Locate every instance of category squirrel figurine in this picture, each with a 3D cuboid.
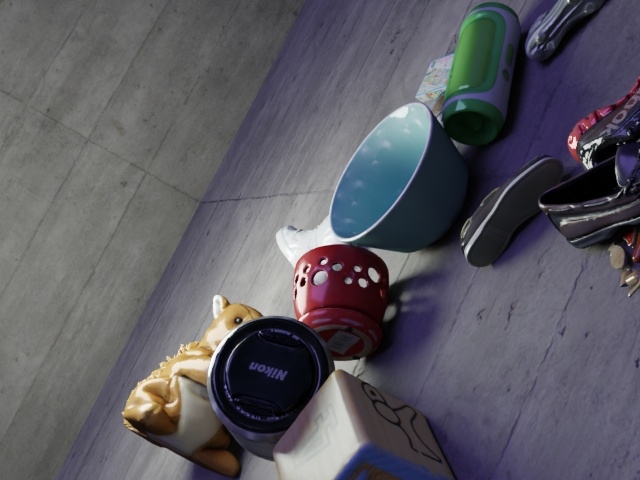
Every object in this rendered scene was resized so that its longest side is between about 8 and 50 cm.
[{"bbox_3d":[-0.285,0.317,1.935,0.397,0.281,0.370,-13,44,57],"label":"squirrel figurine"}]

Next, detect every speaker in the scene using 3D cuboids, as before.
[{"bbox_3d":[0.324,-0.336,1.632,0.131,0.131,0.296,-29,37,51],"label":"speaker"}]

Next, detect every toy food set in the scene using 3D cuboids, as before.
[{"bbox_3d":[0.427,0.023,1.096,0.122,0.019,0.078,-79,15,-55],"label":"toy food set"}]

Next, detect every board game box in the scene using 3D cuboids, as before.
[{"bbox_3d":[0.290,-0.383,1.892,0.154,0.026,0.103,-2,60,64],"label":"board game box"}]

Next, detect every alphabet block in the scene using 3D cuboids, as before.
[{"bbox_3d":[0.063,0.352,1.247,0.193,0.192,0.197,-52,22,13],"label":"alphabet block"}]

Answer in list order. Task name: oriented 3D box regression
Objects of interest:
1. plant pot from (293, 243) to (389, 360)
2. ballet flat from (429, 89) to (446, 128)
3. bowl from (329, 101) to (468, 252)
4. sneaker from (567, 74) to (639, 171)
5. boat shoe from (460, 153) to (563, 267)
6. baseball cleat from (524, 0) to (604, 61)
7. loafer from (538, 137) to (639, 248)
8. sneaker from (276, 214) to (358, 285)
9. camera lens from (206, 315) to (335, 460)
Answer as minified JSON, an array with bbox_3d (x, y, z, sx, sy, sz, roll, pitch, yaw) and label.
[{"bbox_3d":[0.035,0.127,1.584,0.191,0.191,0.174,-38,33,42],"label":"plant pot"},{"bbox_3d":[0.244,-0.228,1.769,0.067,0.073,0.206,42,105,40],"label":"ballet flat"},{"bbox_3d":[0.173,-0.100,1.607,0.311,0.163,0.311,-46,26,31],"label":"bowl"},{"bbox_3d":[0.475,-0.178,1.154,0.276,0.098,0.135,-46,26,35],"label":"sneaker"},{"bbox_3d":[0.313,-0.060,1.368,0.227,0.081,0.068,-53,27,22],"label":"boat shoe"},{"bbox_3d":[0.459,-0.436,1.543,0.206,0.072,0.109,-45,19,23],"label":"baseball cleat"},{"bbox_3d":[0.410,-0.080,1.098,0.109,0.095,0.302,-58,7,-32],"label":"loafer"},{"bbox_3d":[0.000,0.000,1.944,0.169,0.108,0.292,-54,33,10],"label":"sneaker"},{"bbox_3d":[-0.076,0.273,1.463,0.274,0.220,0.219,80,-153,-64],"label":"camera lens"}]
